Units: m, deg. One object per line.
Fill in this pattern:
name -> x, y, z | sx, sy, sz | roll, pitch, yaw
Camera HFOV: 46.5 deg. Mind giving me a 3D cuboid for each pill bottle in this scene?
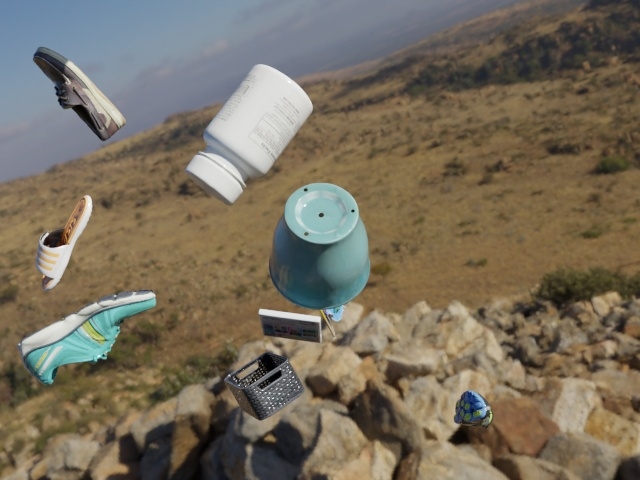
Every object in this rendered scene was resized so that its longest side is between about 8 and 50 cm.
pill bottle -> -0.128, -0.180, 1.302 | 0.229, 0.131, 0.131 | -54, 22, -9

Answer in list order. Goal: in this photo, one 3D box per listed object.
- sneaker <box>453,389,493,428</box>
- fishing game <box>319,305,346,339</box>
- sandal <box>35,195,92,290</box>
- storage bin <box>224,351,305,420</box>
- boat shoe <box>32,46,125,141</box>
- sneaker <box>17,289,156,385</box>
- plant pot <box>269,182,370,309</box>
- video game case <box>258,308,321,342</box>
sneaker -> 0.336, 0.364, 1.596 | 0.078, 0.067, 0.188 | 8, -19, 3
fishing game -> 0.049, 0.153, 2.275 | 0.041, 0.189, 0.264 | -7, 37, 21
sandal -> -0.648, -0.004, 1.831 | 0.265, 0.076, 0.102 | -61, 35, 12
storage bin -> -0.126, 0.322, 1.660 | 0.122, 0.084, 0.180 | -31, 9, -20
boat shoe -> -0.634, -0.375, 1.931 | 0.103, 0.285, 0.092 | 6, 56, 52
sneaker -> -0.431, 0.176, 1.418 | 0.275, 0.110, 0.107 | -29, 3, -3
plant pot -> 0.000, 0.000, 1.897 | 0.272, 0.271, 0.255 | -28, -28, -18
video game case -> -0.076, 0.222, 1.925 | 0.157, 0.143, 0.019 | 7, 61, 5
